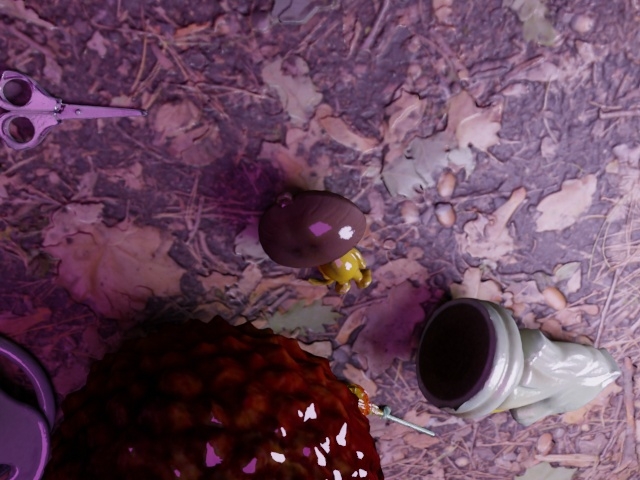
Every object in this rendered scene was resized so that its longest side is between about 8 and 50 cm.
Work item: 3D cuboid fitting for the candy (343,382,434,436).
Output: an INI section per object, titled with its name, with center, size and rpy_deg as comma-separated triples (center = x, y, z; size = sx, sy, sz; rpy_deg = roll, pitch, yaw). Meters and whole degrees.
[candy]
center = 0.104, 0.281, 1.042
size = 0.201, 0.060, 0.060
rpy_deg = 26, 109, -23

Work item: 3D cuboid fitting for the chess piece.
[chess piece]
center = 0.302, 0.201, 0.982
size = 0.298, 0.176, 0.176
rpy_deg = 20, 111, -28

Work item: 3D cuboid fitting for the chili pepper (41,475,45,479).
[chili pepper]
center = -0.421, 0.373, 1.038
size = 0.117, 0.035, 0.056
rpy_deg = -13, 102, 11

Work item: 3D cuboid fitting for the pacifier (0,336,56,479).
[pacifier]
center = -0.502, 0.269, 0.863
size = 0.288, 0.269, 0.343
rpy_deg = -39, 118, -15

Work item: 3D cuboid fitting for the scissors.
[scissors]
center = -0.313, -0.160, 0.816
size = 0.188, 0.015, 0.100
rpy_deg = 0, 112, -7

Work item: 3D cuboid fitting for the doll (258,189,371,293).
[doll]
center = -0.008, 0.003, 0.885
size = 0.145, 0.096, 0.188
rpy_deg = 0, 141, 10

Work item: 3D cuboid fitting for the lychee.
[lychee]
center = -0.113, 0.332, 0.847
size = 0.500, 0.424, 0.424
rpy_deg = 44, 105, 6
